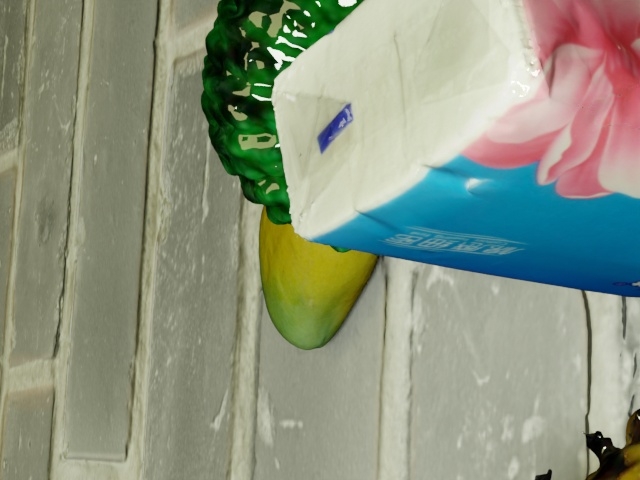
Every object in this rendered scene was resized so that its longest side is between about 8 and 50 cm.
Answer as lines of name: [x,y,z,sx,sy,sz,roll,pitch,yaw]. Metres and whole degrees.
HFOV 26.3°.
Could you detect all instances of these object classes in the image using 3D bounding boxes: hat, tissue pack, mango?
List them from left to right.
mango: [0.000,0.000,1.140,0.130,0.092,0.194,37,124,54]
hat: [0.048,-0.161,1.006,0.274,0.242,0.332,-43,20,18]
tissue pack: [0.138,-0.053,0.729,0.209,0.270,0.137,-30,60,50]

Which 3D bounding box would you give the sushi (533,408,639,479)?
sushi: [0.175,0.192,0.707,0.200,0.204,0.213,55,174,18]
